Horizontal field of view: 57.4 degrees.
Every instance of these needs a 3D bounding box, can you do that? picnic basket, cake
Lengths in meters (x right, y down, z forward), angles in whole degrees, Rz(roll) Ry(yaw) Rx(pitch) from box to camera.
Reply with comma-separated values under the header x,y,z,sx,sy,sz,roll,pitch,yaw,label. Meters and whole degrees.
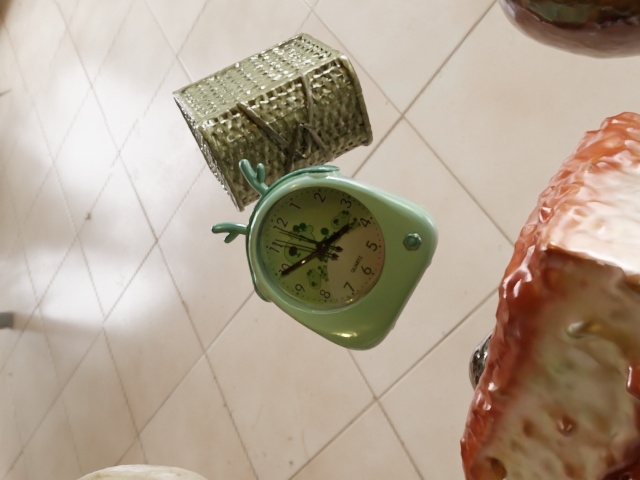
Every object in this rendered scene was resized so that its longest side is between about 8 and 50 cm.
x,y,z,sx,sy,sz,roll,pitch,yaw,label
-0.055,-0.145,0.724,0.196,0.134,0.154,-29,43,-12,picnic basket
0.281,0.096,0.394,0.319,0.270,0.270,25,129,26,cake

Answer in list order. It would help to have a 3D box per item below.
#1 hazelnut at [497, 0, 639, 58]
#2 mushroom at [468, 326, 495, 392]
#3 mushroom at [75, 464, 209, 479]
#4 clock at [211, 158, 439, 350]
x,y,z,sx,sy,sz,roll,pitch,yaw,label
0.378,-0.442,0.754,0.359,0.359,0.410,-8,94,42,hazelnut
0.308,0.122,0.760,0.148,0.217,0.227,44,139,12,mushroom
-0.200,0.444,0.697,0.361,0.294,0.363,0,90,8,mushroom
0.000,0.000,0.581,0.210,0.066,0.159,29,106,1,clock
